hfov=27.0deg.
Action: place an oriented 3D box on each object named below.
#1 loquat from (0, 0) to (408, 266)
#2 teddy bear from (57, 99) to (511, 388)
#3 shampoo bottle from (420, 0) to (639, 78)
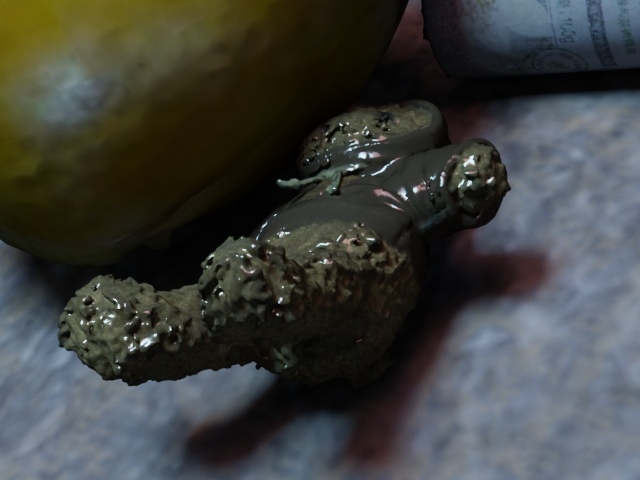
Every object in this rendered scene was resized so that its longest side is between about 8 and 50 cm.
[{"bbox_3d":[-0.061,-0.096,0.498,0.227,0.179,0.179,-42,38,3],"label":"loquat"},{"bbox_3d":[0.003,0.008,0.436,0.119,0.078,0.160,-21,14,40],"label":"teddy bear"},{"bbox_3d":[0.145,-0.098,0.491,0.214,0.072,0.072,0,43,27],"label":"shampoo bottle"}]
